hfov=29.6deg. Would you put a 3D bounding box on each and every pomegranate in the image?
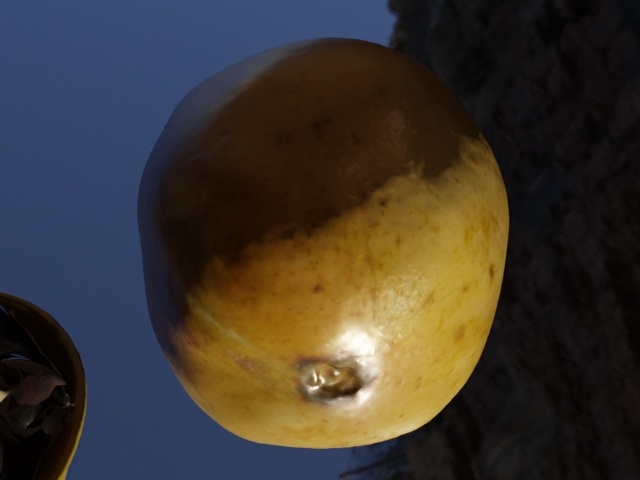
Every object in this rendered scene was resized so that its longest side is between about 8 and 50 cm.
[{"bbox_3d":[0.003,0.005,0.850,0.307,0.307,0.307,21,-143,-17],"label":"pomegranate"}]

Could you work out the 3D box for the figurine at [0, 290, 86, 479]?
[{"bbox_3d":[-0.208,0.088,0.533,0.192,0.257,0.167,-7,-103,3],"label":"figurine"}]
